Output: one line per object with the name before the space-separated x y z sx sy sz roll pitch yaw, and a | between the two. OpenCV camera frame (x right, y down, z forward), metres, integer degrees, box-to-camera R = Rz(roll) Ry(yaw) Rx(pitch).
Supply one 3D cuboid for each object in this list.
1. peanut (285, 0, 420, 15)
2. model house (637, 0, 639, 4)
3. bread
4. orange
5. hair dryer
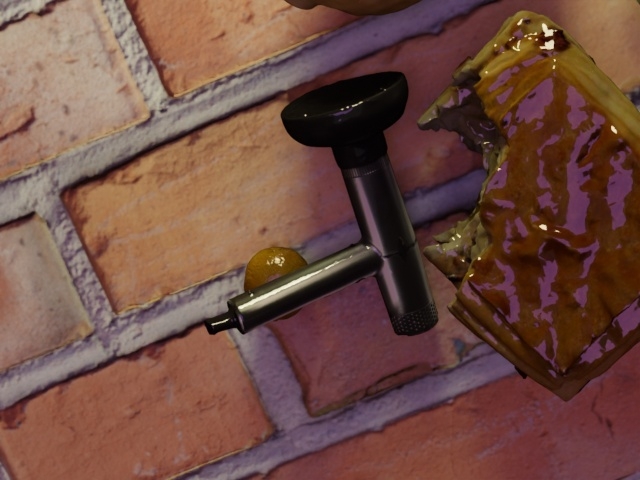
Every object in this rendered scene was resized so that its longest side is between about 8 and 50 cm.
peanut | 0.103 -0.356 1.551 0.340 0.174 0.158 -33 61 16
model house | 0.431 -0.369 1.476 0.195 0.214 0.189 44 66 0
bread | 0.268 -0.042 1.577 0.370 0.191 0.314 48 110 14
orange | -0.053 0.054 1.693 0.085 0.085 0.095 2 113 8
hair dryer | 0.003 -0.013 1.594 0.284 0.156 0.320 -19 105 -34
